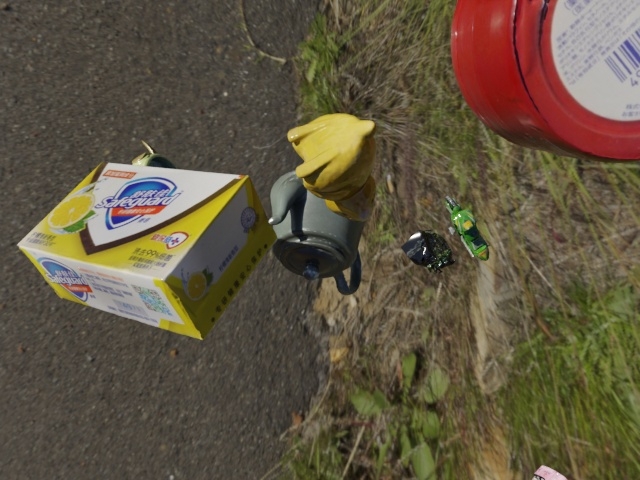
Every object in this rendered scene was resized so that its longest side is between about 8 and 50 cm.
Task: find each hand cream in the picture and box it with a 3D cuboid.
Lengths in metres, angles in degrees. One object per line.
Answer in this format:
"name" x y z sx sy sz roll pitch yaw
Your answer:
"hand cream" 0.239 -0.180 0.539 0.230 0.149 0.230 -2 106 -7

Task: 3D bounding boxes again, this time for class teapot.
"teapot" 0.000 0.000 0.958 0.162 0.149 0.239 -13 142 27

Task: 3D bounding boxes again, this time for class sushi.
"sushi" 0.221 0.024 1.236 0.056 0.083 0.085 -47 69 30

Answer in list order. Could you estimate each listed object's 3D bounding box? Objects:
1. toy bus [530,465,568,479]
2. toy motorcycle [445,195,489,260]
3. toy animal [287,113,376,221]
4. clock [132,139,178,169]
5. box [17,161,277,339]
"toy bus" 0.322 0.378 0.767 0.090 0.063 0.203 -39 94 -12
"toy motorcycle" 0.379 -0.034 1.614 0.074 0.106 0.190 -34 122 4
"toy animal" 0.031 -0.057 0.626 0.083 0.159 0.070 -18 58 8
"clock" -0.367 -0.121 1.405 0.069 0.232 0.170 -22 143 20
"box" -0.206 0.001 0.741 0.265 0.168 0.097 11 141 34
